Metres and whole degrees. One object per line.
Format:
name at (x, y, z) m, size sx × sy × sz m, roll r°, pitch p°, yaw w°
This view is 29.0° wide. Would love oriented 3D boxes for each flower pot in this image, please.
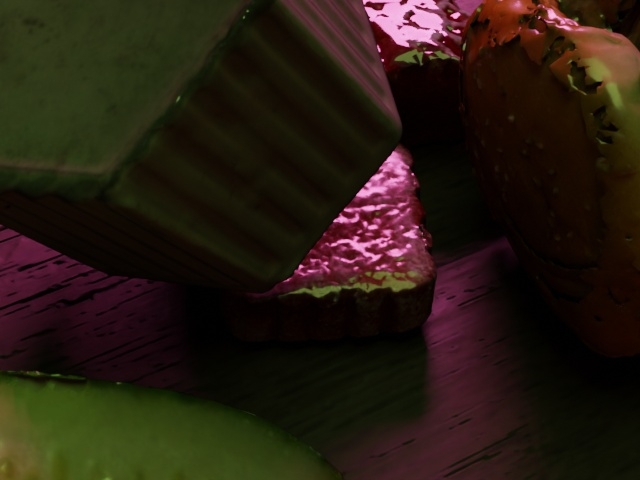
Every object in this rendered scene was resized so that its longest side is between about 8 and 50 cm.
flower pot at (-0.090, -0.096, 0.679) m, size 0.239 × 0.189 × 0.209 m, roll -49°, pitch 62°, yaw 1°

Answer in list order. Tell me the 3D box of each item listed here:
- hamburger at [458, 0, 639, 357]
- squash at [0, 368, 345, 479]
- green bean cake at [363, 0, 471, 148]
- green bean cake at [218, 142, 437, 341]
hamburger at (0.197, -0.072, 0.730) m, size 0.211 × 0.260 × 0.245 m, roll -22°, pitch 36°, yaw -15°
squash at (-0.108, 0.174, 0.531) m, size 0.309 × 0.210 × 0.234 m, roll -7°, pitch 61°, yaw -3°
green bean cake at (-0.010, -0.121, 0.863) m, size 0.232 × 0.097 × 0.198 m, roll -22°, pitch 54°, yaw -21°
green bean cake at (0.000, 0.000, 0.785) m, size 0.135 × 0.056 × 0.136 m, roll -5°, pitch 50°, yaw -3°
